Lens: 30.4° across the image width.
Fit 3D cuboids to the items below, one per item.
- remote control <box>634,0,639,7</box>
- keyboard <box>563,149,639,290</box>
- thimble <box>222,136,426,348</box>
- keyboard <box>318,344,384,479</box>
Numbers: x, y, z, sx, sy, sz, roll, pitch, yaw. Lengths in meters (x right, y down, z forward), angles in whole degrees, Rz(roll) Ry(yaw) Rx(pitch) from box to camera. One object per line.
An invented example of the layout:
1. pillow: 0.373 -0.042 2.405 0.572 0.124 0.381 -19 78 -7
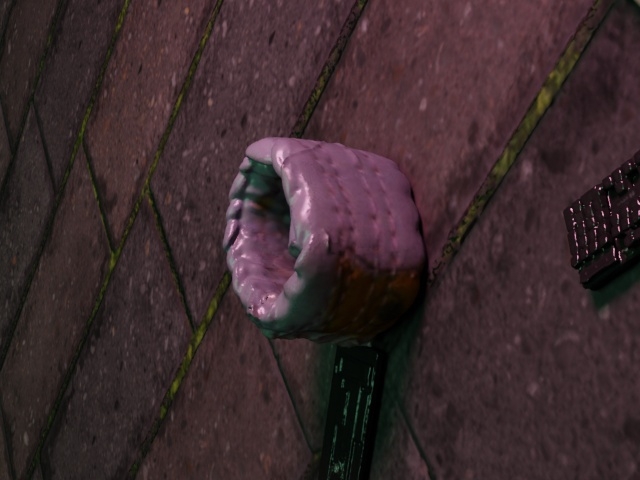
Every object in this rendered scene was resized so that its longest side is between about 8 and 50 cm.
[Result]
1. remote control: 0.180 -0.189 0.666 0.078 0.042 0.221 -64 36 34
2. keyboard: 0.198 -0.039 0.637 0.195 0.018 0.060 -46 44 48
3. thimble: -0.001 -0.001 0.884 0.127 0.118 0.151 -55 41 38
4. keyboard: 0.018 0.181 0.924 0.061 0.013 0.204 16 99 60
